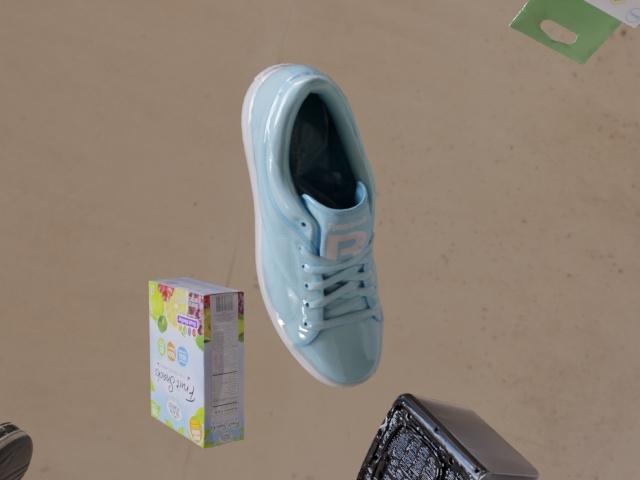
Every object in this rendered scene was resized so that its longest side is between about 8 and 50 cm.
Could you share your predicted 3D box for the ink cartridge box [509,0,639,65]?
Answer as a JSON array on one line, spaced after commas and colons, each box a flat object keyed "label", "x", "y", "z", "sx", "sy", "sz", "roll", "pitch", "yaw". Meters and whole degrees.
[{"label": "ink cartridge box", "x": 0.453, "y": -0.401, "z": 1.283, "sx": 0.235, "sy": 0.171, "sz": 0.056, "roll": -54, "pitch": 21, "yaw": 39}]

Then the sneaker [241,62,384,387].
[{"label": "sneaker", "x": 0.000, "y": 0.000, "z": 0.804, "sx": 0.150, "sy": 0.135, "sz": 0.366, "roll": -150, "pitch": 43, "yaw": -72}]

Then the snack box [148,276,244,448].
[{"label": "snack box", "x": -0.177, "y": 0.165, "z": 1.090, "sx": 0.174, "sy": 0.070, "sz": 0.207, "roll": 6, "pitch": 98, "yaw": 54}]

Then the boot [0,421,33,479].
[{"label": "boot", "x": -0.418, "y": 0.226, "z": 0.841, "sx": 0.236, "sy": 0.179, "sz": 0.085, "roll": -51, "pitch": -13, "yaw": 34}]

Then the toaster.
[{"label": "toaster", "x": 0.120, "y": 0.271, "z": 0.830, "sx": 0.185, "sy": 0.110, "sz": 0.168, "roll": 39, "pitch": 109, "yaw": 56}]
